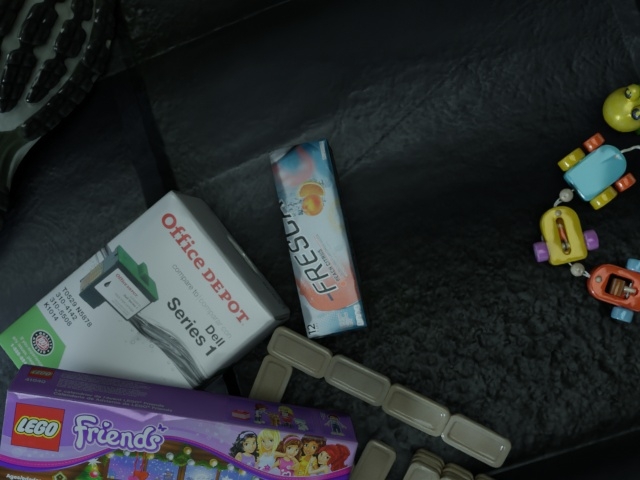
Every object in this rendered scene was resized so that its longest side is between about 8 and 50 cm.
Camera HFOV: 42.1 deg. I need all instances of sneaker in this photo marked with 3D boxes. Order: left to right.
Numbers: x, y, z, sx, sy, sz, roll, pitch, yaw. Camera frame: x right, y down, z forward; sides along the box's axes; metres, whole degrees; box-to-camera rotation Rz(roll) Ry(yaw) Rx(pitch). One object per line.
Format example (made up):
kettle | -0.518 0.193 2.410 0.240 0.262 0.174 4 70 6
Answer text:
sneaker | -0.364 -0.151 0.818 0.182 0.158 0.410 28 84 25

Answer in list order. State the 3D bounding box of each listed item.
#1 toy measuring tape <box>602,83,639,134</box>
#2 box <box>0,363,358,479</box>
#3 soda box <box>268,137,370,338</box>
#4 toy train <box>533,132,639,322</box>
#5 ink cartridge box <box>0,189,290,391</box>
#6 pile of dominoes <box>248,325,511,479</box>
toy measuring tape | 0.416 -0.162 0.732 0.330 0.121 0.121 -16 84 5
box | -0.132 0.230 0.728 0.293 0.057 0.201 10 105 -9
soda box | 0.000 0.000 0.793 0.058 0.063 0.183 -13 84 5
toy train | 0.266 -0.014 0.775 0.125 0.046 0.166 13 90 6
ink cartridge box | -0.163 0.080 0.790 0.219 0.092 0.160 -40 83 4
pile of dominoes | 0.041 0.210 0.781 0.251 0.040 0.196 26 109 9
